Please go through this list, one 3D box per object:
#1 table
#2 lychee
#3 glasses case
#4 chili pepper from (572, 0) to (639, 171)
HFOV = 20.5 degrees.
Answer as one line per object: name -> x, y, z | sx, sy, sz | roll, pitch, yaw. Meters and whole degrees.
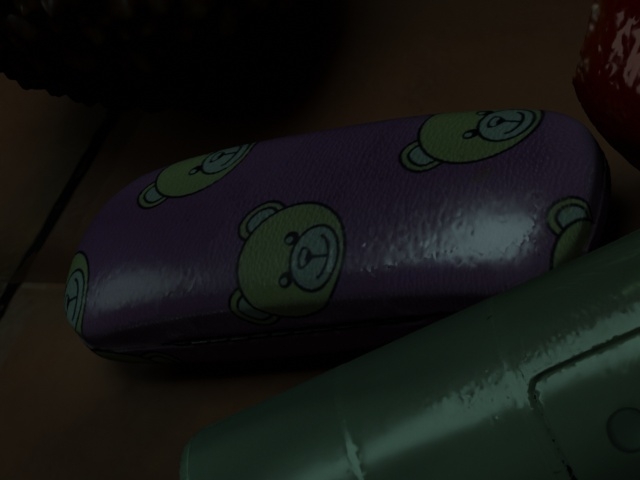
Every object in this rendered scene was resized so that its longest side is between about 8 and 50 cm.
table -> 0.066, 0.094, 0.754 | 0.220, 0.126, 0.126 | -26, 40, 12
lychee -> -0.130, -0.208, 1.086 | 0.276, 0.276, 0.304 | -41, 65, -6
glasses case -> 0.000, 0.000, 0.933 | 0.316, 0.076, 0.123 | -8, 47, 30
chili pepper -> 0.253, -0.034, 0.745 | 0.338, 0.131, 0.134 | 37, 94, 44
